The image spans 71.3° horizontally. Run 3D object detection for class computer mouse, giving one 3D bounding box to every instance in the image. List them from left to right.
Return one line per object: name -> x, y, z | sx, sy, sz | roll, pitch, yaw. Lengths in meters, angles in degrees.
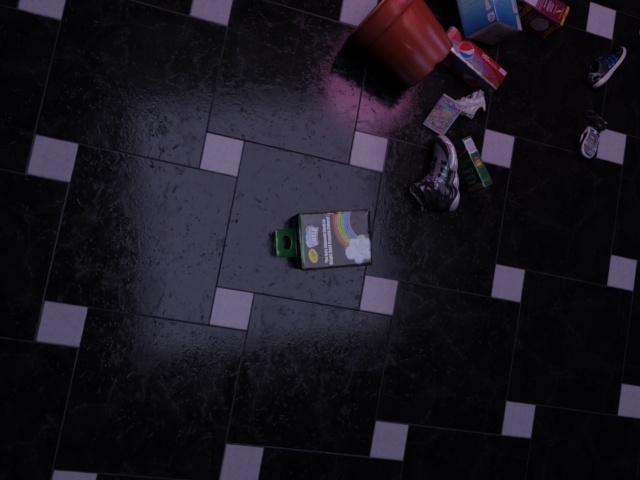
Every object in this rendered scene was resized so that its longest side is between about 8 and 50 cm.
computer mouse -> 1.032, -0.399, 1.714 | 0.106, 0.042, 0.193 | 31, 77, -14

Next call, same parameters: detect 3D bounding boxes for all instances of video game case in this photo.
video game case -> 0.432, -0.441, 1.569 | 0.087, 0.011, 0.122 | 29, 119, -9

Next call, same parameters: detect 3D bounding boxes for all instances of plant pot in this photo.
plant pot -> 0.274, -0.669, 1.468 | 0.265, 0.272, 0.272 | 42, 81, -16

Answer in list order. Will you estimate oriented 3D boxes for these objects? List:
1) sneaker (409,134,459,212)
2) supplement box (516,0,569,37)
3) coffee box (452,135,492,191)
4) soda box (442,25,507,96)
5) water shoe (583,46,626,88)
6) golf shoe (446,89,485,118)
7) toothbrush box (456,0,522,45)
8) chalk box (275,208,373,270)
sneaker -> 0.387, -0.227, 1.540 | 0.153, 0.101, 0.268 | -8, 92, -14
supplement box -> 0.796, -0.847, 1.647 | 0.188, 0.104, 0.080 | 25, 84, -9
coffee box -> 0.522, -0.266, 1.566 | 0.040, 0.113, 0.184 | -28, 95, -12
soda box -> 0.527, -0.633, 1.589 | 0.263, 0.092, 0.083 | 37, 82, -8
water shoe -> 1.098, -0.684, 1.720 | 0.080, 0.073, 0.203 | 37, 81, -6
golf shoe -> 0.520, -0.472, 1.598 | 0.176, 0.069, 0.086 | -24, 99, -10
toothbrush box -> 0.570, -0.857, 1.545 | 0.216, 0.126, 0.295 | -15, 93, -44
chalk box -> 0.000, 0.000, 1.417 | 0.289, 0.179, 0.180 | -3, 89, -11
